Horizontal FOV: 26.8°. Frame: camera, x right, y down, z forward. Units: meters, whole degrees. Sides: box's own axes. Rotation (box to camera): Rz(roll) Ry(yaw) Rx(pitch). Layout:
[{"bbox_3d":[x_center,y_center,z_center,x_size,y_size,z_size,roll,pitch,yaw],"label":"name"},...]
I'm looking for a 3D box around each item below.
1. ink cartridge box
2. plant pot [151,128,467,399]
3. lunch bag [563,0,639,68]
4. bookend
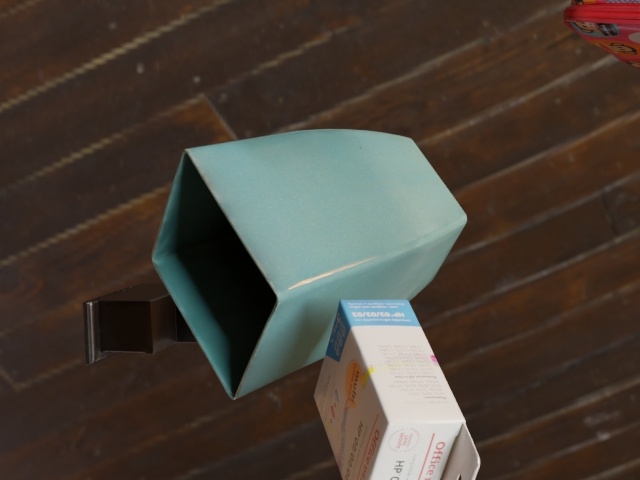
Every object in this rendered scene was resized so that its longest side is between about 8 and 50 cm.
[{"bbox_3d":[0.053,0.139,1.010,0.062,0.181,0.104,1,124,-18],"label":"ink cartridge box"},{"bbox_3d":[0.000,0.000,1.209,0.234,0.165,0.165,-18,152,-30],"label":"plant pot"},{"bbox_3d":[0.410,-0.234,1.342,0.293,0.258,0.120,7,91,-53],"label":"lunch bag"},{"bbox_3d":[-0.164,0.094,1.527,0.157,0.156,0.072,0,96,17],"label":"bookend"}]
